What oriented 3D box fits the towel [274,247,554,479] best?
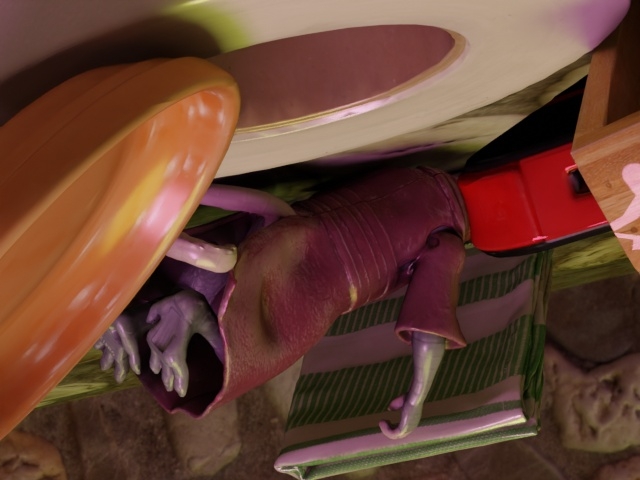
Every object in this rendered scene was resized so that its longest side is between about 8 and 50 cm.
[{"bbox_3d":[0.090,0.070,1.473,0.247,0.038,0.325,-16,-145,24],"label":"towel"}]

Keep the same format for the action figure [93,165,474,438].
[{"bbox_3d":[0.000,0.000,1.322,0.370,0.248,0.276,-22,133,-23],"label":"action figure"}]

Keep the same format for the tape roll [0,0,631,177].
[{"bbox_3d":[-0.024,-0.106,0.673,0.286,0.100,0.286,-12,172,-2],"label":"tape roll"}]

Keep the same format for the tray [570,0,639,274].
[{"bbox_3d":[0.304,-0.126,0.638,0.411,0.076,0.203,-25,-162,24],"label":"tray"}]

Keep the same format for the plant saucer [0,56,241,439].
[{"bbox_3d":[-0.104,0.011,0.576,0.200,0.037,0.200,-50,173,-8],"label":"plant saucer"}]

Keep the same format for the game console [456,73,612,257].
[{"bbox_3d":[0.289,-0.105,0.934,0.386,0.060,0.342,-18,-172,33],"label":"game console"}]
